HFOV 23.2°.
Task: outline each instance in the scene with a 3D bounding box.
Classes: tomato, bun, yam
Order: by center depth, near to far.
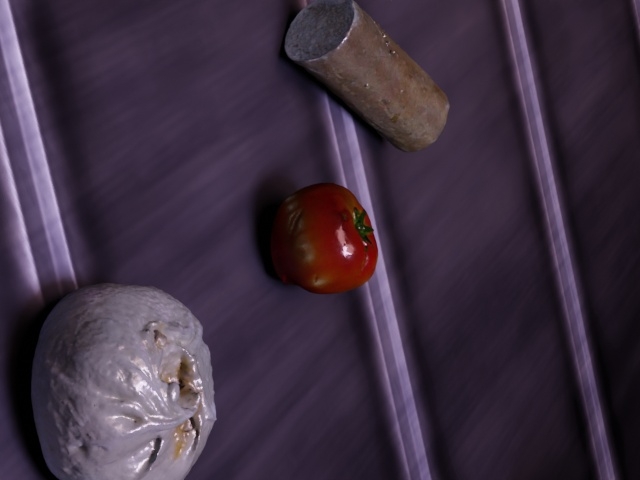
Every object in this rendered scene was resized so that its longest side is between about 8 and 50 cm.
[{"bbox_3d":[-0.111,0.093,0.958,0.141,0.083,0.141,22,65,-57],"label":"bun"},{"bbox_3d":[0.000,0.000,1.167,0.087,0.075,0.087,49,29,-40],"label":"tomato"},{"bbox_3d":[0.042,-0.135,1.267,0.169,0.068,0.068,35,55,-50],"label":"yam"}]
